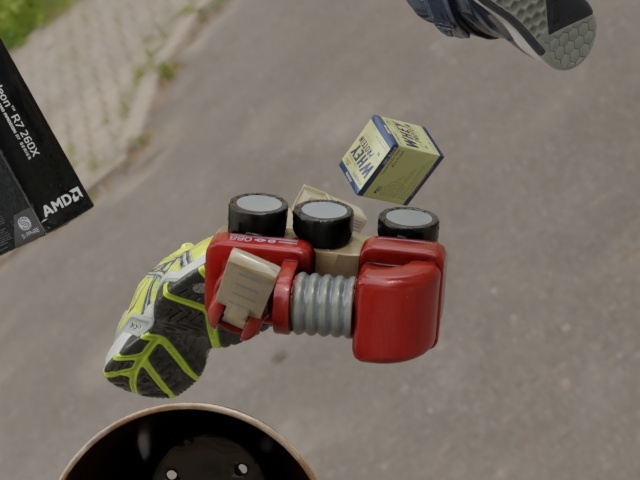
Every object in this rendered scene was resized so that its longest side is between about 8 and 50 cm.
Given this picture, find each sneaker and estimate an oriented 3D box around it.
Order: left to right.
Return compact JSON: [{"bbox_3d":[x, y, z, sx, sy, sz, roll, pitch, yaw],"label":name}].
[{"bbox_3d":[-0.145,0.052,1.856,0.385,0.145,0.147,-36,38,43],"label":"sneaker"},{"bbox_3d":[0.111,-0.232,1.240,0.086,0.226,0.163,-50,46,-6],"label":"sneaker"}]

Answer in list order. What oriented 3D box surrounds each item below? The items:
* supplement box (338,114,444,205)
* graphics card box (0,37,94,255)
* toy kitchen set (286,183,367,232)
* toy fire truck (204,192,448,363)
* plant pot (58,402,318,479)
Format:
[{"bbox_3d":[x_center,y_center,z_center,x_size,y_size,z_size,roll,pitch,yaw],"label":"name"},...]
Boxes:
[{"bbox_3d":[0.083,-0.094,1.820,0.083,0.083,0.056,-54,46,28],"label":"supplement box"},{"bbox_3d":[-0.465,-0.158,1.985,0.094,0.370,0.233,-33,8,-41],"label":"graphics card box"},{"bbox_3d":[0.000,0.000,1.651,0.083,0.075,0.068,-61,24,19],"label":"toy kitchen set"},{"bbox_3d":[-0.004,0.041,1.343,0.217,0.158,0.246,6,23,7],"label":"toy fire truck"},{"bbox_3d":[-0.096,0.223,1.241,0.215,0.215,0.230,-38,1,1],"label":"plant pot"}]
